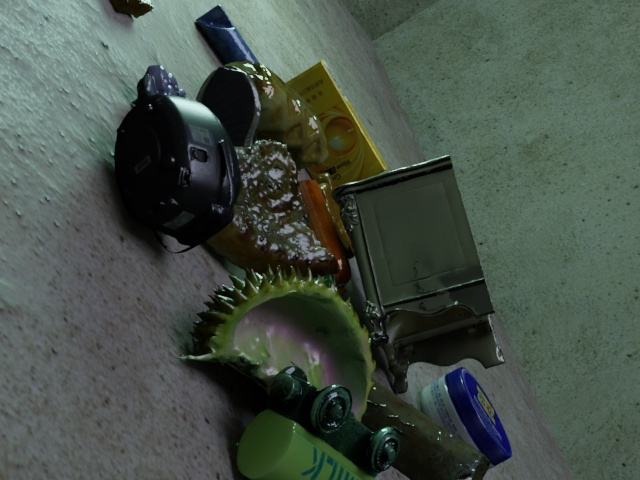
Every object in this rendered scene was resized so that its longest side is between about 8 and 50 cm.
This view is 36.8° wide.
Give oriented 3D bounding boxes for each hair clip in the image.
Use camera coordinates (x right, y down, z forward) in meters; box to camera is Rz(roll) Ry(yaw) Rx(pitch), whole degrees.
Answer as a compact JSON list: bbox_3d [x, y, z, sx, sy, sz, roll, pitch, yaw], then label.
[{"bbox_3d":[-0.218,-0.175,1.415,0.195,0.052,0.124,50,33,-60],"label":"hair clip"}]

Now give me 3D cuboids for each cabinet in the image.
[{"bbox_3d":[0.181,0.071,1.764,0.290,0.228,0.318,65,11,-61],"label":"cabinet"}]

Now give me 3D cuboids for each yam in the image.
[{"bbox_3d":[0.124,0.284,1.381,0.259,0.093,0.093,31,0,28],"label":"yam"}]

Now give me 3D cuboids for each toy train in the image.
[{"bbox_3d":[-0.003,0.258,1.154,0.105,0.157,0.253,18,-18,40],"label":"toy train"}]

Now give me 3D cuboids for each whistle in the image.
[{"bbox_3d":[-0.137,-0.327,1.913,0.304,0.062,0.062,55,16,-22],"label":"whistle"}]

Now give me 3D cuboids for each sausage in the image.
[{"bbox_3d":[0.000,0.000,1.743,0.071,0.071,0.234,37,28,-57],"label":"sausage"}]

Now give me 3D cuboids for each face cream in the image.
[{"bbox_3d":[0.290,0.368,1.939,0.206,0.111,0.206,55,15,-22],"label":"face cream"}]

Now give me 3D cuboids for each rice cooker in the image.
[{"bbox_3d":[-0.178,-0.087,1.183,0.118,0.142,0.203,18,43,-51],"label":"rice cooker"}]

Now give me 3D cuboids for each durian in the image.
[{"bbox_3d":[-0.030,0.152,1.222,0.352,0.158,0.169,52,28,-42],"label":"durian"}]

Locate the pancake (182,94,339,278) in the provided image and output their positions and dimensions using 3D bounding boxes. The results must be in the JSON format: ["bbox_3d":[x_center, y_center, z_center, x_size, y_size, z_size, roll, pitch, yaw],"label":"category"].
[{"bbox_3d":[-0.090,-0.063,1.365,0.376,0.054,0.197,42,62,-36],"label":"pancake"}]

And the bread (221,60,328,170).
[{"bbox_3d":[-0.095,-0.229,1.737,0.152,0.130,0.268,23,-6,31],"label":"bread"}]

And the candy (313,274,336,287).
[{"bbox_3d":[-0.028,0.067,1.523,0.141,0.078,0.203,8,65,-58],"label":"candy"}]

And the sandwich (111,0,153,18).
[{"bbox_3d":[-0.313,-0.406,1.525,0.105,0.036,0.093,60,16,4],"label":"sandwich"}]

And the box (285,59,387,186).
[{"bbox_3d":[0.011,-0.230,2.045,0.269,0.152,0.043,59,18,-5],"label":"box"}]

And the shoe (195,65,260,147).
[{"bbox_3d":[-0.137,-0.143,1.443,0.112,0.099,0.227,-138,-134,-86],"label":"shoe"}]

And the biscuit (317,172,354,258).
[{"bbox_3d":[0.025,-0.046,1.933,0.249,0.035,0.184,-39,111,-80],"label":"biscuit"}]
